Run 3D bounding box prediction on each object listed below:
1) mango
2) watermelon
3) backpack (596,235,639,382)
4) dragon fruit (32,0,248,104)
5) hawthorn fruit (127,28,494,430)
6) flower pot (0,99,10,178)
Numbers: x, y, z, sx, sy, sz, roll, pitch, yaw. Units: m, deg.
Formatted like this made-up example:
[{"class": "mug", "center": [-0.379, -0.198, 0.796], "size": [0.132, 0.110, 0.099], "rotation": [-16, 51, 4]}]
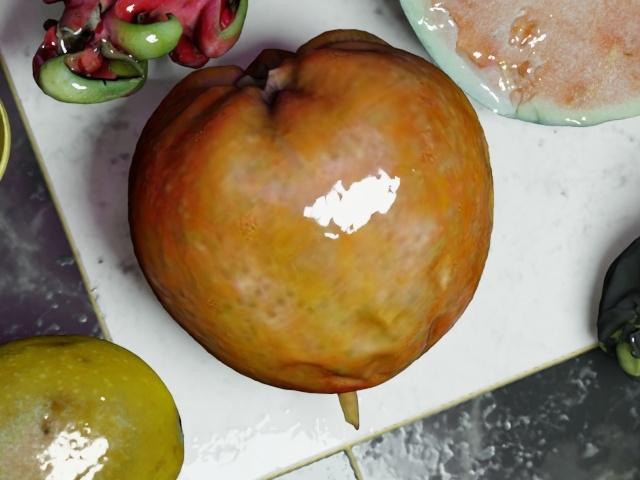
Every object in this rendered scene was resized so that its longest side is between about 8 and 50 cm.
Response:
[{"class": "mango", "center": [-0.245, 0.203, 1.180], "size": [0.176, 0.176, 0.329], "rotation": [30, 67, 35]}, {"class": "watermelon", "center": [0.184, -0.215, 1.336], "size": [0.305, 0.180, 0.224], "rotation": [-2, 69, -14]}, {"class": "backpack", "center": [0.344, 0.044, 1.285], "size": [0.207, 0.253, 0.140], "rotation": [20, 56, -10]}, {"class": "dragon fruit", "center": [-0.132, -0.213, 1.261], "size": [0.198, 0.218, 0.273], "rotation": [24, 76, -52]}, {"class": "hawthorn fruit", "center": [0.000, 0.000, 1.230], "size": [0.277, 0.277, 0.298], "rotation": [-17, 101, -14]}, {"class": "flower pot", "center": [-0.327, -0.065, 1.203], "size": [0.195, 0.179, 0.195], "rotation": [2, 81, -11]}]
